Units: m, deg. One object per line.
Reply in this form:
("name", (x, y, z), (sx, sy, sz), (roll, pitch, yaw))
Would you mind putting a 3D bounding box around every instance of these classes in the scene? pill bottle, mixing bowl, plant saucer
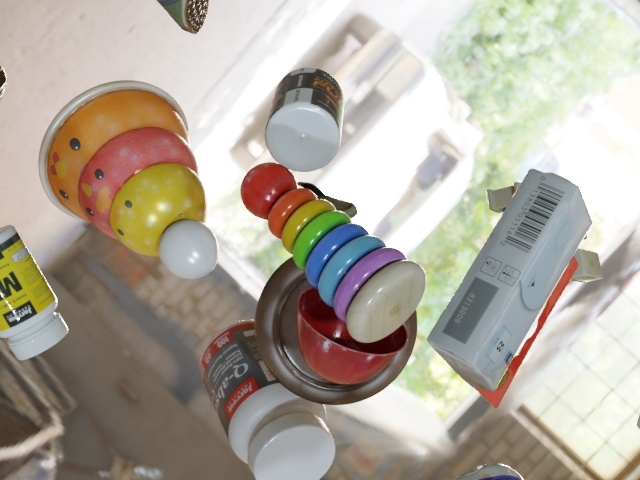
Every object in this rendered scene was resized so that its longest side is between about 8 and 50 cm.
("pill bottle", (-0.521, 0.089, 1.740), (0.119, 0.208, 0.119), (-26, -166, 7))
("pill bottle", (-0.024, -0.228, 1.824), (0.130, 0.130, 0.245), (-50, -164, 25))
("mixing bowl", (0.036, 0.160, 1.613), (0.181, 0.181, 0.098), (-35, 150, -58))
("pill bottle", (-0.111, 0.342, 2.150), (0.210, 0.210, 0.363), (-48, -145, 8))
("plant saucer", (0.031, 0.161, 1.934), (0.310, 0.310, 0.050), (-47, -176, 1))

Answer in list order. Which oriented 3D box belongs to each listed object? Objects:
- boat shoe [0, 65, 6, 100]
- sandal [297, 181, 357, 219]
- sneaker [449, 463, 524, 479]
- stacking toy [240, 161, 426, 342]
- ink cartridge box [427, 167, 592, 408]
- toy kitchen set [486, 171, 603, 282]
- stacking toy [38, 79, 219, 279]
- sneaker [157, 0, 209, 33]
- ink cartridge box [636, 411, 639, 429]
("boat shoe", (-0.639, -0.224, 1.777), (0.342, 0.123, 0.123), (-34, -153, 58))
("sandal", (-0.024, -0.069, 1.684), (0.072, 0.180, 0.049), (-48, 140, -49))
("sneaker", (0.152, 0.429, 1.259), (0.323, 0.130, 0.236), (-31, -152, 4))
("stacking toy", (0.000, 0.000, 1.527), (0.141, 0.330, 0.141), (-32, 147, -24))
("ink cartridge box", (0.333, 0.105, 1.628), (0.308, 0.091, 0.385), (-58, 146, -9))
("toy kitchen set", (0.429, -0.013, 1.984), (0.166, 0.207, 0.122), (-15, 167, 30))
("stacking toy", (-0.346, -0.089, 2.131), (0.351, 0.480, 0.350), (-21, 133, -24))
("sneaker", (-0.200, -0.344, 1.321), (0.192, 0.086, 0.064), (82, 32, -69))
("ink cartridge box", (0.730, 0.293, 1.805), (0.160, 0.279, 0.384), (-23, 141, -14))
